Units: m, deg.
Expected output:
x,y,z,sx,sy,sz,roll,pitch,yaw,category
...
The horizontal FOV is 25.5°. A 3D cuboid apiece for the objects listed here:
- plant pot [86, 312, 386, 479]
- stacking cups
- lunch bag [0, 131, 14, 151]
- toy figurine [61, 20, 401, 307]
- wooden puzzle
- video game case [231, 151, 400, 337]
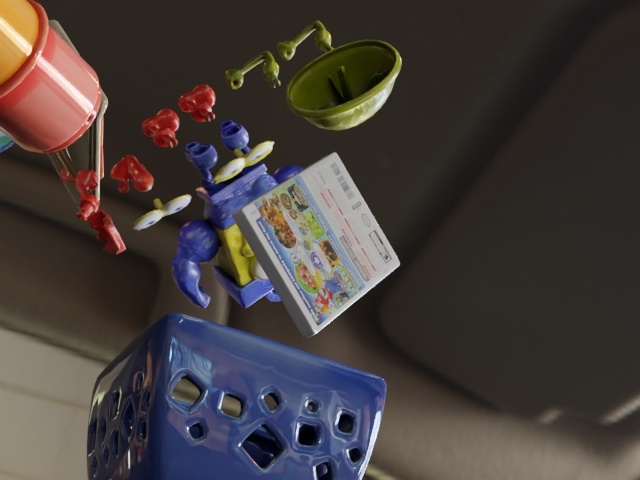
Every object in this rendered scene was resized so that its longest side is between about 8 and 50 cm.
x,y,z,sx,sy,sz,roll,pitch,yaw,category
-0.097,0.226,1.338,0.236,0.212,0.236,19,-28,-20,plant pot
-0.226,-0.157,0.732,0.096,0.096,0.316,-5,-28,29,stacking cups
-0.505,-0.255,2.140,0.090,0.176,0.219,25,-34,56,lunch bag
-0.063,-0.044,1.489,0.191,0.363,0.217,31,-31,53,toy figurine
-0.391,-0.197,2.240,0.044,0.221,0.238,-16,-36,-28,wooden puzzle
0.000,0.000,0.884,0.011,0.122,0.087,-28,-86,34,video game case
